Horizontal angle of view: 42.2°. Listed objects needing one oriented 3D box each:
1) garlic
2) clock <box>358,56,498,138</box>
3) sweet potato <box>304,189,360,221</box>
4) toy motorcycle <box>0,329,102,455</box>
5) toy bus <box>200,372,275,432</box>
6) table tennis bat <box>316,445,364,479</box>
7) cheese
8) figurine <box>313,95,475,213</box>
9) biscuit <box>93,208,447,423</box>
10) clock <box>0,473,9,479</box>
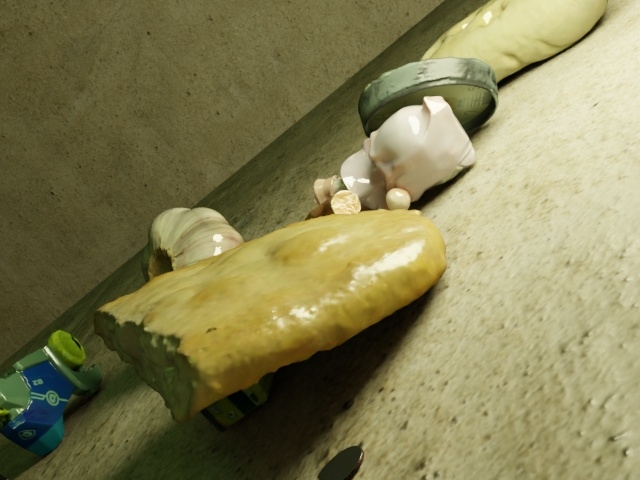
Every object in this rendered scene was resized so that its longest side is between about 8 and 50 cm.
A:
[{"bbox_3d":[-0.198,0.052,1.561,0.253,0.245,0.245,-4,-15,-41],"label":"garlic"},{"bbox_3d":[0.173,-0.214,1.320,0.225,0.049,0.226,-9,-19,-3],"label":"clock"},{"bbox_3d":[-0.003,-0.007,1.343,0.281,0.067,0.059,125,154,-66],"label":"sweet potato"},{"bbox_3d":[-0.595,0.337,1.727,0.191,0.200,0.326,-39,2,8],"label":"toy motorcycle"},{"bbox_3d":[-0.112,0.166,1.110,0.101,0.088,0.175,-34,13,14],"label":"toy bus"},{"bbox_3d":[0.008,0.223,0.773,0.083,0.007,0.050,-42,14,-9],"label":"table tennis bat"},{"bbox_3d":[0.320,-0.352,1.465,0.328,0.130,0.351,-39,12,0],"label":"cheese"},{"bbox_3d":[0.114,-0.116,1.284,0.276,0.133,0.200,-32,20,38],"label":"figurine"},{"bbox_3d":[-0.060,0.057,1.027,0.446,0.104,0.429,-23,12,-15],"label":"biscuit"},{"bbox_3d":[-0.738,0.487,1.625,0.253,0.186,0.083,-31,22,38],"label":"clock"}]
